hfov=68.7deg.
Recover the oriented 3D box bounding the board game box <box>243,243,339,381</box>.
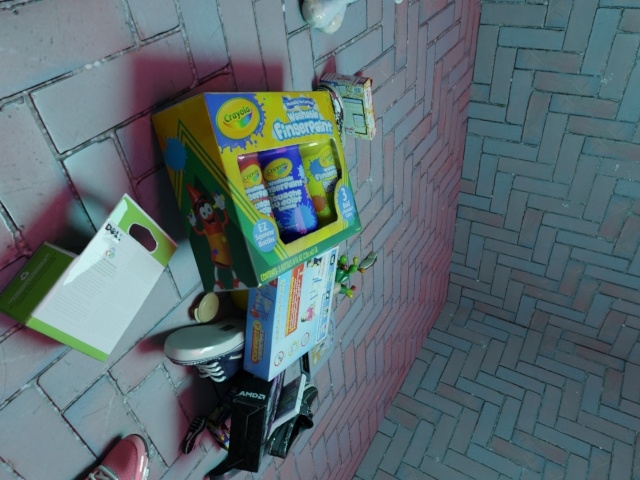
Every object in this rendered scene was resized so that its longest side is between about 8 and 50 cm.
[{"bbox_3d":[-0.074,0.174,1.282,0.302,0.086,0.308,-22,124,-57],"label":"board game box"}]

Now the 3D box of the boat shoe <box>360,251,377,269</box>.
[{"bbox_3d":[0.216,0.099,2.069,0.133,0.049,0.041,-44,134,-50],"label":"boat shoe"}]

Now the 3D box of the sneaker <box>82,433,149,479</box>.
[{"bbox_3d":[-0.476,0.545,0.960,0.313,0.116,0.136,-58,149,-26],"label":"sneaker"}]

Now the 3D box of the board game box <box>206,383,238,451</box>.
[{"bbox_3d":[-0.269,0.541,1.422,0.141,0.048,0.170,-54,148,-36],"label":"board game box"}]

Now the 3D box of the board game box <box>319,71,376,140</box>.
[{"bbox_3d":[0.086,-0.403,1.416,0.045,0.147,0.193,-55,149,-30],"label":"board game box"}]

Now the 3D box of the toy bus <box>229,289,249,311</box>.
[{"bbox_3d":[-0.181,0.079,1.241,0.130,0.108,0.332,-51,146,-37],"label":"toy bus"}]

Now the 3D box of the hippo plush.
[{"bbox_3d":[0.098,-0.646,1.191,0.294,0.237,0.234,-29,131,-53],"label":"hippo plush"}]

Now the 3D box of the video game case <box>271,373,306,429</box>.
[{"bbox_3d":[-0.131,0.521,1.470,0.190,0.022,0.173,-38,-167,17],"label":"video game case"}]

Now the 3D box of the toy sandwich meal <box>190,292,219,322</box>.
[{"bbox_3d":[-0.290,0.169,1.181,0.085,0.029,0.085,-41,138,-53],"label":"toy sandwich meal"}]

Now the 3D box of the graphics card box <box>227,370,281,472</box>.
[{"bbox_3d":[-0.167,0.429,1.340,0.371,0.094,0.232,-69,169,-69],"label":"graphics card box"}]

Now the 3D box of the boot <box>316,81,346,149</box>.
[{"bbox_3d":[-0.001,-0.318,1.372,0.178,0.085,0.236,-51,147,-32],"label":"boot"}]

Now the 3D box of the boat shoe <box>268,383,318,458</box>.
[{"bbox_3d":[-0.084,0.690,1.788,0.340,0.113,0.127,-35,134,-51],"label":"boat shoe"}]

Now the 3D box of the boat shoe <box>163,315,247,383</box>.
[{"bbox_3d":[-0.269,0.298,1.176,0.341,0.127,0.158,0,103,-67],"label":"boat shoe"}]

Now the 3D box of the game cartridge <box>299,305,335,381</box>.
[{"bbox_3d":[-0.010,0.383,1.813,0.198,0.062,0.297,-40,139,-40],"label":"game cartridge"}]

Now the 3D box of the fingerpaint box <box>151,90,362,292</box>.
[{"bbox_3d":[-0.104,-0.135,1.060,0.445,0.163,0.370,-26,104,-55],"label":"fingerpaint box"}]

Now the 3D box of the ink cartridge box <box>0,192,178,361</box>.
[{"bbox_3d":[-0.398,0.060,0.838,0.255,0.097,0.188,-62,151,-23],"label":"ink cartridge box"}]

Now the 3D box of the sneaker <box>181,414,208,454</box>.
[{"bbox_3d":[-0.345,0.534,1.294,0.109,0.040,0.043,-61,167,-15],"label":"sneaker"}]

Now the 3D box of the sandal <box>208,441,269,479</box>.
[{"bbox_3d":[-0.252,0.691,1.506,0.255,0.097,0.054,-7,85,-62],"label":"sandal"}]

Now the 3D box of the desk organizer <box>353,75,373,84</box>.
[{"bbox_3d":[0.133,-0.478,1.564,0.047,0.050,0.130,-20,123,-58],"label":"desk organizer"}]

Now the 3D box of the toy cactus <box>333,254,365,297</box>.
[{"bbox_3d":[0.088,0.164,1.831,0.180,0.112,0.218,-42,150,-30],"label":"toy cactus"}]
